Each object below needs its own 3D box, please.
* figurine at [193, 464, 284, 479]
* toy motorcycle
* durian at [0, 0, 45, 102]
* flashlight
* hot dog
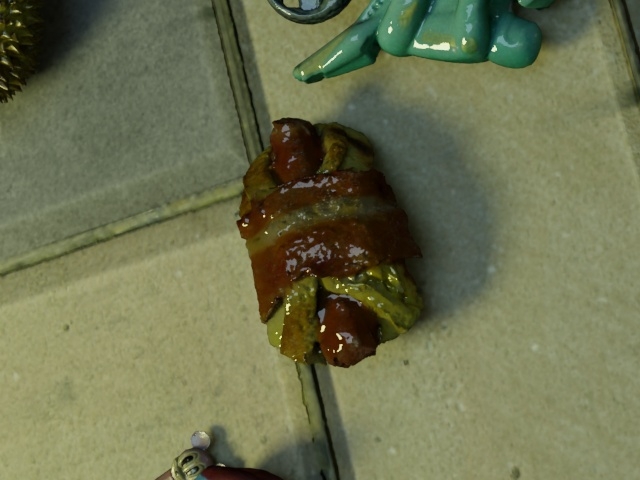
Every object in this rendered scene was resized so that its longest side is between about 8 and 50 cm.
[{"bbox_3d":[-0.046,0.306,1.586,0.185,0.127,0.234,-49,59,3],"label":"figurine"},{"bbox_3d":[0.099,-0.220,1.590,0.296,0.109,0.198,-20,87,18],"label":"toy motorcycle"},{"bbox_3d":[-0.314,-0.214,1.735,0.193,0.138,0.237,45,105,24],"label":"durian"},{"bbox_3d":[-0.130,0.208,1.671,0.110,0.031,0.052,-36,73,16],"label":"flashlight"},{"bbox_3d":[0.000,0.000,1.599,0.146,0.103,0.213,-27,74,19],"label":"hot dog"}]
